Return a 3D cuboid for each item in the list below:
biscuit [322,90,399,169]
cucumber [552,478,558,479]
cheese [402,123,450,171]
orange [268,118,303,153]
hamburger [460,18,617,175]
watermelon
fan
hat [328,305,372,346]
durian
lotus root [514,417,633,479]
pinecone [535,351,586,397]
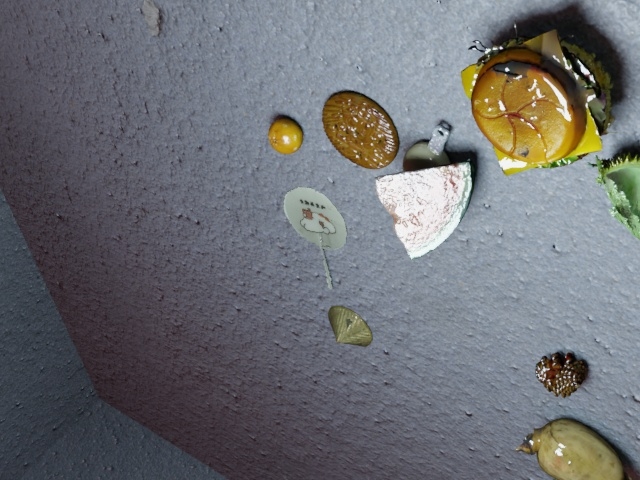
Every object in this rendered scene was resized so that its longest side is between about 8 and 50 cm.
[{"bbox_3d":[0.081,-0.225,1.811,0.187,0.027,0.188,27,143,23],"label":"biscuit"},{"bbox_3d":[0.706,0.657,2.091,0.325,0.105,0.145,33,145,9],"label":"cucumber"},{"bbox_3d":[0.222,-0.160,1.716,0.092,0.047,0.171,44,147,-5],"label":"cheese"},{"bbox_3d":[-0.078,-0.230,1.933,0.083,0.070,0.083,28,141,26],"label":"orange"},{"bbox_3d":[0.353,-0.233,1.406,0.243,0.138,0.262,-10,116,50],"label":"hamburger"},{"bbox_3d":[0.215,-0.074,1.668,0.207,0.202,0.136,117,142,-48],"label":"watermelon"},{"bbox_3d":[0.000,-0.001,2.165,0.190,0.009,0.329,15,135,34],"label":"fan"},{"bbox_3d":[0.062,0.251,2.335,0.146,0.067,0.146,28,144,22],"label":"hat"},{"bbox_3d":[0.510,-0.088,1.444,0.086,0.100,0.215,-10,130,47],"label":"durian"},{"bbox_3d":[0.587,0.492,1.993,0.256,0.140,0.154,27,174,11],"label":"lotus root"},{"bbox_3d":[0.514,0.291,1.875,0.102,0.102,0.109,52,150,-14],"label":"pinecone"}]
